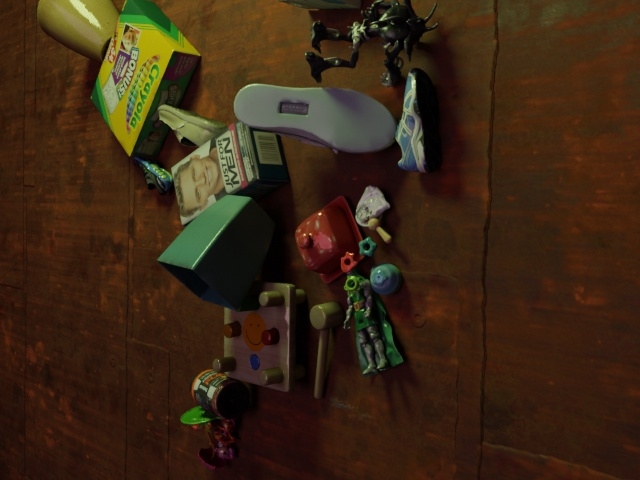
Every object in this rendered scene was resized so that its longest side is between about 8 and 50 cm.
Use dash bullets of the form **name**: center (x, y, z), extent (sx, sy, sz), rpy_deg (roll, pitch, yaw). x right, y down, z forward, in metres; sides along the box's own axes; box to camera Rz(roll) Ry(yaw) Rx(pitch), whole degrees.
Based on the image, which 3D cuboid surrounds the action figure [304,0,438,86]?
- **action figure**: center (0.113, -0.409, 1.486), extent (0.275, 0.141, 0.164), rpy_deg (-6, 77, 20)

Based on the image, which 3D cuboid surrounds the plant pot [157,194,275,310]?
- **plant pot**: center (-0.230, 0.013, 1.731), extent (0.165, 0.166, 0.234), rpy_deg (9, 59, 49)

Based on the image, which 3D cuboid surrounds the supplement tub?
- **supplement tub**: center (-0.273, 0.398, 1.905), extent (0.198, 0.106, 0.106), rpy_deg (5, 94, 56)

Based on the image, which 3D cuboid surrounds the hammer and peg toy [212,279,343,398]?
- **hammer and peg toy**: center (-0.116, 0.232, 1.734), extent (0.361, 0.127, 0.266), rpy_deg (4, 93, 46)

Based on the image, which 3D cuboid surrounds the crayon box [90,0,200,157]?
- **crayon box**: center (-0.532, -0.483, 2.164), extent (0.313, 0.106, 0.363), rpy_deg (51, 124, 32)

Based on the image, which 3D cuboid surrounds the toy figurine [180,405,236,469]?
- **toy figurine**: center (-0.274, 0.532, 1.940), extent (0.173, 0.130, 0.159), rpy_deg (-9, 99, 21)

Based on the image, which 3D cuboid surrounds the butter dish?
- **butter dish**: center (0.000, 0.000, 1.617), extent (0.160, 0.118, 0.160), rpy_deg (-38, 65, 40)

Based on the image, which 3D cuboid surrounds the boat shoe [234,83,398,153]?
- **boat shoe**: center (0.002, -0.261, 1.607), extent (0.366, 0.156, 0.136), rpy_deg (9, 93, 16)

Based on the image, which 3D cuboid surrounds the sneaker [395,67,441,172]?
- **sneaker**: center (0.185, -0.238, 1.450), extent (0.081, 0.080, 0.211), rpy_deg (-3, 87, 43)

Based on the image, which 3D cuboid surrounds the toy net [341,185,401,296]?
- **toy net**: center (0.105, 0.002, 1.550), extent (0.122, 0.045, 0.232), rpy_deg (-7, 78, 28)

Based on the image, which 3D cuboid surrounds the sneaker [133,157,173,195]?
- **sneaker**: center (-0.510, -0.195, 2.175), extent (0.188, 0.067, 0.078), rpy_deg (38, 111, 35)

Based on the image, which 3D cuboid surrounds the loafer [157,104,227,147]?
- **loafer**: center (-0.366, -0.308, 2.000), extent (0.268, 0.101, 0.092), rpy_deg (25, 103, 42)

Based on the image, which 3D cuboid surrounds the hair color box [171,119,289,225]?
- **hair color box**: center (-0.241, -0.170, 1.873), extent (0.347, 0.105, 0.174), rpy_deg (-26, 72, 44)

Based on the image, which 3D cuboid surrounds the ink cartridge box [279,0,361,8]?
- **ink cartridge box**: center (-0.004, -0.557, 1.620), extent (0.181, 0.104, 0.062), rpy_deg (17, 103, 44)

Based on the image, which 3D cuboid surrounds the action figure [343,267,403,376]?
- **action figure**: center (0.096, 0.168, 1.567), extent (0.137, 0.063, 0.232), rpy_deg (-33, 64, 45)

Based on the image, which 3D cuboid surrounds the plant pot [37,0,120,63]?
- **plant pot**: center (-0.718, -0.670, 2.290), extent (0.254, 0.237, 0.237), rpy_deg (44, 122, 20)
